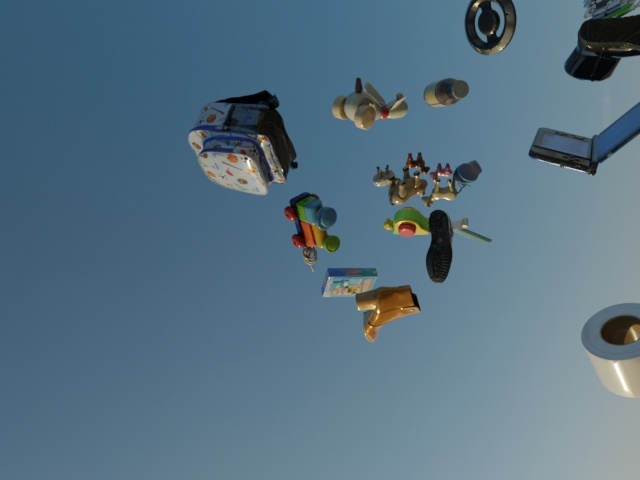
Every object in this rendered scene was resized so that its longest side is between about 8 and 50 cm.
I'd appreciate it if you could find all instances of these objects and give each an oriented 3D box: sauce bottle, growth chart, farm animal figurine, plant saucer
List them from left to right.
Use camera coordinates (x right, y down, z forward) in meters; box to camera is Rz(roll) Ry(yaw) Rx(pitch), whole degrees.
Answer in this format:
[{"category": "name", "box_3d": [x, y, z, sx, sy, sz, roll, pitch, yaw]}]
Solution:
[{"category": "farm animal figurine", "box_3d": [0.445, -0.247, 2.676, 0.327, 0.330, 0.172, -21, -51, -13]}, {"category": "sauce bottle", "box_3d": [0.510, -0.596, 2.348, 0.344, 0.111, 0.111, -119, 25, -76]}, {"category": "plant saucer", "box_3d": [0.605, -0.025, 2.373, 0.192, 0.067, 0.018, 19, -98, -21]}, {"category": "growth chart", "box_3d": [0.750, -0.647, 1.503, 0.021, 0.172, 0.237, 23, -115, -24]}]

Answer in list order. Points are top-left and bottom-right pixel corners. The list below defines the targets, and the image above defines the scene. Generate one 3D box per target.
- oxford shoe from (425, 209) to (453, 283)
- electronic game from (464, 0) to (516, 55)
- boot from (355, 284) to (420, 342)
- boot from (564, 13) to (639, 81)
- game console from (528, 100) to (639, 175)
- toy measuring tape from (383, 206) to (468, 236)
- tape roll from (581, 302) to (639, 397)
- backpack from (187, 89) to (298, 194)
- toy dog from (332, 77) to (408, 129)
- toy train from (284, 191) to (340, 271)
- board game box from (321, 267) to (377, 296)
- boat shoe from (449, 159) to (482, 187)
[{"category": "oxford shoe", "box_3d": [0.382, 0.021, 1.812, 0.096, 0.083, 0.227, 3, -87, -62]}, {"category": "electronic game", "box_3d": [0.609, -0.787, 2.099, 0.048, 0.229, 0.229, -18, -69, -31]}, {"category": "boot", "box_3d": [0.253, 0.267, 2.081, 0.295, 0.211, 0.104, 70, -163, -47]}, {"category": "boot", "box_3d": [0.768, -0.485, 1.492, 0.207, 0.247, 0.094, 34, -117, -73]}, {"category": "game console", "box_3d": [0.726, -0.305, 1.580, 0.293, 0.250, 0.173, -44, -32, -56]}, {"category": "toy measuring tape", "box_3d": [0.402, -0.079, 2.275, 0.121, 0.330, 0.121, -4, -90, -67]}, {"category": "tape roll", "box_3d": [0.951, 0.333, 1.788, 0.169, 0.246, 0.246, 56, -131, -23]}, {"category": "backpack", "box_3d": [-0.224, -0.257, 1.597, 0.213, 0.263, 0.276, -62, -26, -28]}, {"category": "toy dog", "box_3d": [0.189, -0.505, 2.075, 0.334, 0.220, 0.161, -41, -34, -57]}, {"category": "toy train", "box_3d": [0.000, 0.000, 1.588, 0.105, 0.143, 0.248, -29, -58, -27]}, {"category": "board game box", "box_3d": [0.120, 0.179, 2.463, 0.160, 0.210, 0.047, 107, 160, -50]}, {"category": "boat shoe", "box_3d": [0.618, -0.273, 2.485, 0.258, 0.089, 0.109, -17, -103, -55]}]
